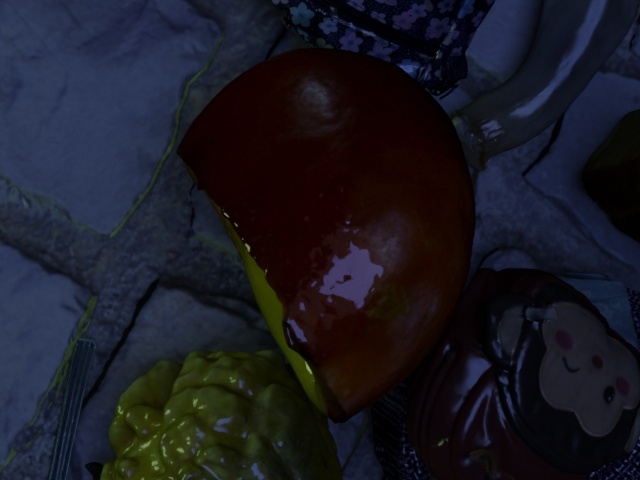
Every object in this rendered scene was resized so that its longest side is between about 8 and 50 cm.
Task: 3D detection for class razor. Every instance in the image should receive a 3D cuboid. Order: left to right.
[{"bbox_3d":[-0.239,0.185,1.378,0.068,0.037,0.191,11,88,-18],"label":"razor"}]

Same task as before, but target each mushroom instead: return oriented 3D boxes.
[{"bbox_3d":[0.229,-0.184,1.439,0.096,0.099,0.278,35,88,-7],"label":"mushroom"}]

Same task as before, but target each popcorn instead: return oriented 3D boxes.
[{"bbox_3d":[-0.090,0.222,1.335,0.225,0.249,0.249,-22,98,19],"label":"popcorn"}]

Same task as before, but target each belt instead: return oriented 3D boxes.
[{"bbox_3d":[0.209,0.161,1.437,0.325,0.122,0.260,-24,102,-11],"label":"belt"}]

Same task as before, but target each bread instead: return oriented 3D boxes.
[{"bbox_3d":[0.366,-0.038,1.383,0.114,0.274,0.185,-45,100,-7],"label":"bread"}]

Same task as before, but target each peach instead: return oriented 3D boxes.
[{"bbox_3d":[0.000,0.000,1.280,0.281,0.281,0.338,21,55,-13],"label":"peach"}]

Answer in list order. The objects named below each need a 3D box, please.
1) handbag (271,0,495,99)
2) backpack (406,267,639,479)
[{"bbox_3d":[0.062,-0.252,1.351,0.228,0.127,0.208,29,119,-3],"label":"handbag"},{"bbox_3d":[0.174,0.141,1.300,0.229,0.139,0.229,-4,98,-29],"label":"backpack"}]
